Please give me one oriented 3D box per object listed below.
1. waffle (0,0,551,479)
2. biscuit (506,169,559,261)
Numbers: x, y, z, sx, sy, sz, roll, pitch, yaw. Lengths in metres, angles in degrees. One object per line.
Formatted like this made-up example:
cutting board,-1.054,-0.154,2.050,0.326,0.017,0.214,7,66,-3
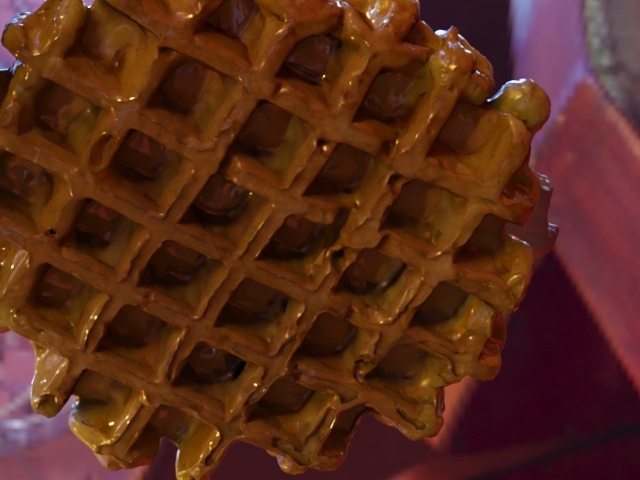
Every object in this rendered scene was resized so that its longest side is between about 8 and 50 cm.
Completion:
waffle,-0.022,-0.004,0.595,0.038,0.191,0.191,-101,25,-63
biscuit,0.001,0.001,0.978,0.141,0.289,0.038,-58,41,25
